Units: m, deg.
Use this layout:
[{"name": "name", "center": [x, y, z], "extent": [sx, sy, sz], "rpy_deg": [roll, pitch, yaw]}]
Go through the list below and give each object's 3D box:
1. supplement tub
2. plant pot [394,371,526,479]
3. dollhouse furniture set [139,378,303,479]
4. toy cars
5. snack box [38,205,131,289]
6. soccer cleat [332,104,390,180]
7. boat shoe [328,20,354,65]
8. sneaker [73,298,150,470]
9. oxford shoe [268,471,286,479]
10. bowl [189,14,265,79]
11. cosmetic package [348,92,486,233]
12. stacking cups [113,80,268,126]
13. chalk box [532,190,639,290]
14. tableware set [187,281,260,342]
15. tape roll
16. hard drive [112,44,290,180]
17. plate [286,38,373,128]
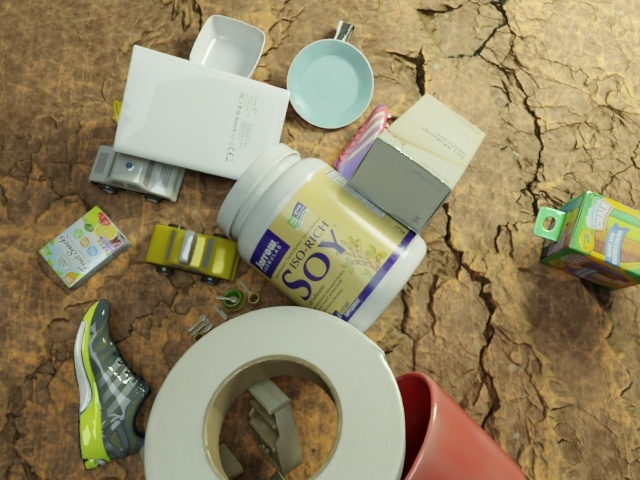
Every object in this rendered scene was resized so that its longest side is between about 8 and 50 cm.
[{"name": "supplement tub", "center": [0.000, 0.000, 0.985], "extent": [0.331, 0.241, 0.241], "rpy_deg": [38, 78, 6]}, {"name": "plant pot", "center": [0.193, 0.402, 0.897], "extent": [0.243, 0.275, 0.275], "rpy_deg": [35, 77, -9]}, {"name": "dollhouse furniture set", "center": [-0.165, 0.355, 0.889], "extent": [0.242, 0.212, 0.161], "rpy_deg": [-25, 121, -29]}, {"name": "toy cars", "center": [-0.317, -0.062, 1.061], "extent": [0.176, 0.087, 0.394], "rpy_deg": [-36, 81, -10]}, {"name": "snack box", "center": [-0.468, 0.014, 1.061], "extent": [0.141, 0.037, 0.100], "rpy_deg": [-41, 81, -10]}, {"name": "soccer cleat", "center": [0.078, -0.181, 1.116], "extent": [0.095, 0.083, 0.248], "rpy_deg": [18, 79, 6]}, {"name": "boat shoe", "center": [0.046, -0.435, 1.189], "extent": [0.038, 0.046, 0.125], "rpy_deg": [14, 68, 5]}, {"name": "sneaker", "center": [-0.381, 0.257, 0.987], "extent": [0.121, 0.111, 0.300], "rpy_deg": [-6, 83, -15]}, {"name": "oxford shoe", "center": [0.069, 0.530, 0.922], "extent": [0.397, 0.140, 0.146], "rpy_deg": [21, 70, 0]}, {"name": "bowl", "center": [-0.199, -0.409, 1.165], "extent": [0.142, 0.053, 0.142], "rpy_deg": [20, 77, 3]}, {"name": "cosmetic package", "center": [0.194, -0.159, 1.012], "extent": [0.160, 0.113, 0.309], "rpy_deg": [36, 37, 4]}, {"name": "stacking cups", "center": [-0.261, -0.280, 1.110], "extent": [0.316, 0.096, 0.096], "rpy_deg": [-15, 78, -6]}, {"name": "chalk box", "center": [0.540, -0.006, 1.069], "extent": [0.213, 0.132, 0.132], "rpy_deg": [22, 76, 2]}, {"name": "tableware set", "center": [-0.182, 0.153, 1.031], "extent": [0.154, 0.024, 0.104], "rpy_deg": [-41, 59, -11]}, {"name": "tape roll", "center": [-0.065, 0.281, 0.796], "extent": [0.392, 0.072, 0.392], "rpy_deg": [-5, 53, 7]}, {"name": "hard drive", "center": [-0.231, -0.239, 1.059], "extent": [0.307, 0.040, 0.203], "rpy_deg": [12, 96, -17]}, {"name": "plate", "center": [0.021, -0.338, 1.154], "extent": [0.188, 0.024, 0.188], "rpy_deg": [0, 96, -2]}]
